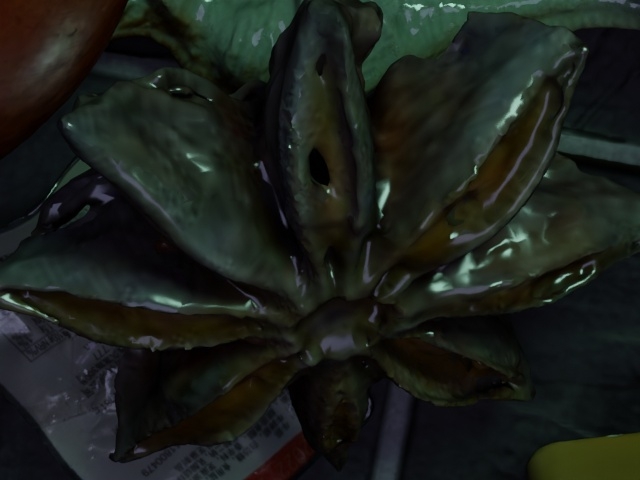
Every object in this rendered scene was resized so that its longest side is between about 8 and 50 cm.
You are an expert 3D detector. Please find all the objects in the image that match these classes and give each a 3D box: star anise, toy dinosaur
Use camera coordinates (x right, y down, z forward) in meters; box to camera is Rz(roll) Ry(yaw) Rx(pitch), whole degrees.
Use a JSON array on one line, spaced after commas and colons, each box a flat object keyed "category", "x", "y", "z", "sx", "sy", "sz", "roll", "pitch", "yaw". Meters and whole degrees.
[{"category": "star anise", "x": 0.002, "y": -0.001, "z": 0.816, "sx": 0.332, "sy": 0.117, "sz": 0.331, "roll": -10, "pitch": 142, "yaw": -8}, {"category": "toy dinosaur", "x": 0.039, "y": -0.136, "z": 0.845, "sx": 0.393, "sy": 0.092, "sz": 0.205, "roll": 17, "pitch": 110, "yaw": -2}]

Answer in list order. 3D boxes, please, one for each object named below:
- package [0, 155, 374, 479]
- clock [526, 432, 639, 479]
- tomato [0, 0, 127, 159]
[{"category": "package", "x": -0.098, "y": 0.059, "z": 0.933, "sx": 0.166, "sy": 0.040, "sz": 0.232, "roll": -40, "pitch": 106, "yaw": 6}, {"category": "clock", "x": 0.198, "y": 0.244, "z": 0.826, "sx": 0.200, "sy": 0.317, "sz": 0.244, "roll": -7, "pitch": 105, "yaw": 11}, {"category": "tomato", "x": -0.188, "y": -0.167, "z": 0.784, "sx": 0.176, "sy": 0.335, "sz": 0.289, "roll": -5, "pitch": 123, "yaw": -39}]
